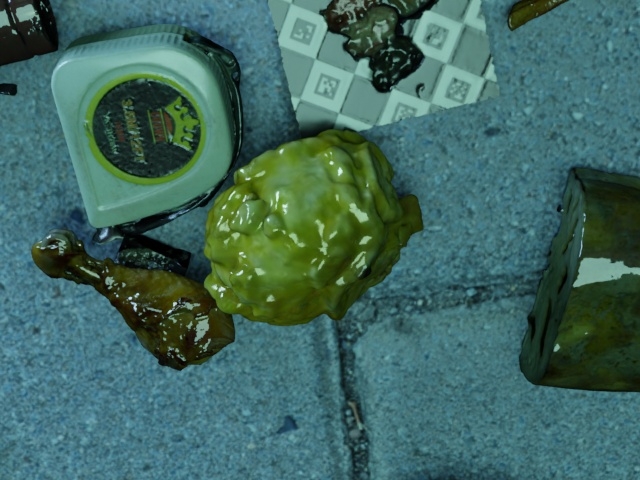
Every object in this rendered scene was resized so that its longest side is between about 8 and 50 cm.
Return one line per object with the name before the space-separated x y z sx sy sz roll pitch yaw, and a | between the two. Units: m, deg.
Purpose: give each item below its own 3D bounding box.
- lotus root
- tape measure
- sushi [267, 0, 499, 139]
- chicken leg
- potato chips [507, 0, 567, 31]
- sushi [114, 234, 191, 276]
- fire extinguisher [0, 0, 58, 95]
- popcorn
lotus root | 0.398 0.079 1.432 0.260 0.149 0.267 10 112 -5
tape measure | -0.181 -0.121 1.363 0.207 0.115 0.235 -9 118 2
sushi | 0.065 -0.243 1.358 0.231 0.047 0.220 -14 106 -1
chicken leg | -0.212 0.060 1.380 0.251 0.087 0.107 31 107 -5
potato chips | 0.301 -0.285 1.359 0.204 0.037 0.026 -21 119 0
sushi | -0.209 0.044 1.443 0.083 0.056 0.085 23 106 -10
fire extinguisher | -0.459 -0.194 1.319 0.341 0.105 0.142 -16 83 1
popcorn | 0.000 0.000 1.351 0.266 0.192 0.233 -6 130 -34
